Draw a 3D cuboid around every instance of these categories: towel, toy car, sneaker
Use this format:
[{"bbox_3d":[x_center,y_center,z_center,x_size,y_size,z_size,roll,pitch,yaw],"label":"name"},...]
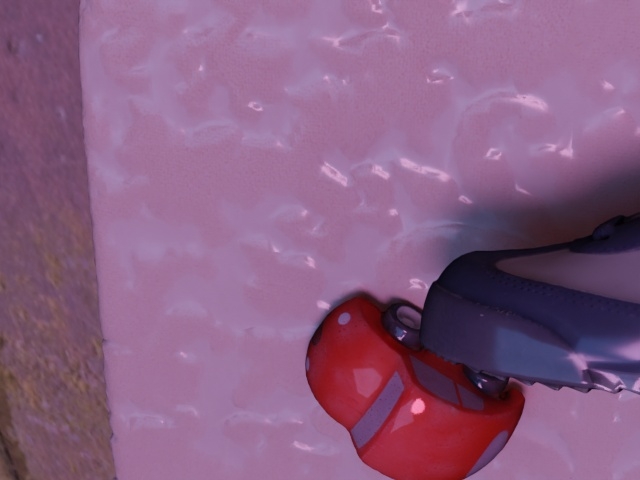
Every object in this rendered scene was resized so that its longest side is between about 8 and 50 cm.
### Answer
[{"bbox_3d":[0.058,0.009,0.736,0.332,0.053,0.317,6,120,12],"label":"towel"},{"bbox_3d":[0.130,0.107,0.711,0.225,0.053,0.239,-21,112,24],"label":"toy car"},{"bbox_3d":[0.193,-0.013,0.615,0.319,0.112,0.131,-3,99,9],"label":"sneaker"}]
